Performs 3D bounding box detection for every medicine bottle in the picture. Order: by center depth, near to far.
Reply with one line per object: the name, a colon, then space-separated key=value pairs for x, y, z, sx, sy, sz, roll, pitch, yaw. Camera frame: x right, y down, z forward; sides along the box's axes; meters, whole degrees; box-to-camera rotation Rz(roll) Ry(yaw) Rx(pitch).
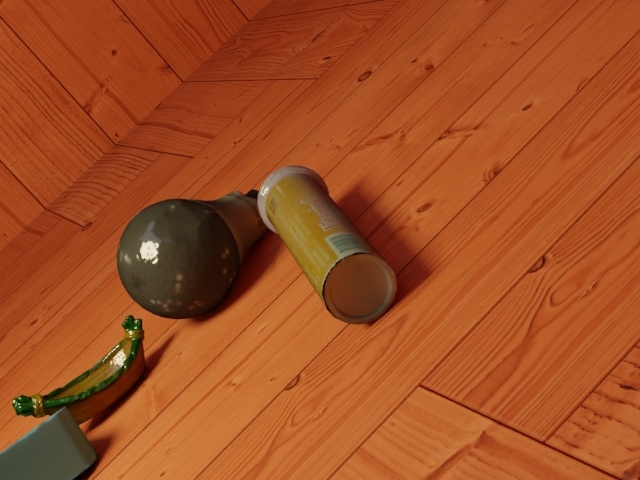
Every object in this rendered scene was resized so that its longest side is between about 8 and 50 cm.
medicine bottle: x=0.000 y=0.000 z=1.763 sx=0.108 sy=0.108 sz=0.426 roll=-40 pitch=20 yaw=2

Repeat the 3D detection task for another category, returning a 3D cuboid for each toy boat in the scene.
toy boat: x=-0.339 y=0.202 z=1.944 sx=0.229 sy=0.088 sz=0.089 roll=-39 pitch=19 yaw=-26

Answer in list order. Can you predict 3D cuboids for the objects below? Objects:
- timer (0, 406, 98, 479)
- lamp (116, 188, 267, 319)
timer: x=-0.457 y=0.335 z=1.849 sx=0.232 sy=0.091 sz=0.250 roll=-37 pitch=10 yaw=-36
lamp: x=-0.161 y=0.006 z=2.021 sx=0.314 sy=0.182 sz=0.182 roll=-23 pitch=7 yaw=-33
